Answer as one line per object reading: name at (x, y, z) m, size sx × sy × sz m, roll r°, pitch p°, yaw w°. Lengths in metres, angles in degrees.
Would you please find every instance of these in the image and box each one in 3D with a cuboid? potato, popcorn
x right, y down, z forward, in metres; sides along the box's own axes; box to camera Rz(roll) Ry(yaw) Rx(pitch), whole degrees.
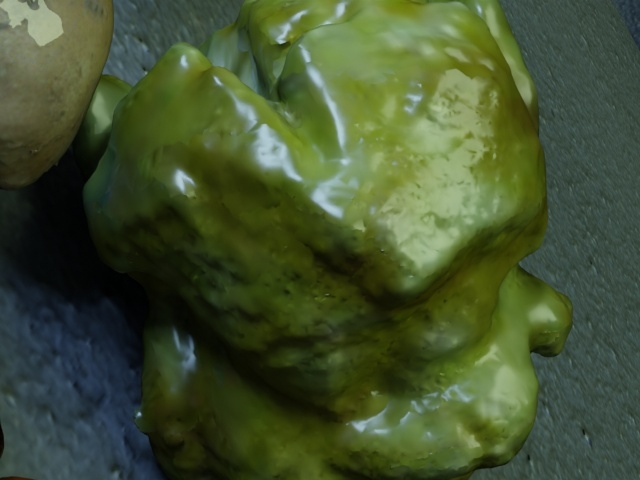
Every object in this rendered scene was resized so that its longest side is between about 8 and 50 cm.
potato at (-0.153, -0.096, 0.604) m, size 0.112 × 0.112 × 0.147 m, roll 30°, pitch 34°, yaw -51°
popcorn at (0.006, 0.003, 0.656) m, size 0.276 × 0.226 × 0.276 m, roll -16°, pitch 90°, yaw -87°

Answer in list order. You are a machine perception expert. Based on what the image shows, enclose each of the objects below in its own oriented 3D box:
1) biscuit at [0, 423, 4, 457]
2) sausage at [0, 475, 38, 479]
biscuit at (-0.214, -0.088, 0.508) m, size 0.107 × 0.073 × 0.388 m, roll 16°, pitch 52°, yaw -60°
sausage at (-0.123, 0.140, 0.455) m, size 0.089 × 0.089 × 0.179 m, roll 61°, pitch 19°, yaw -7°
